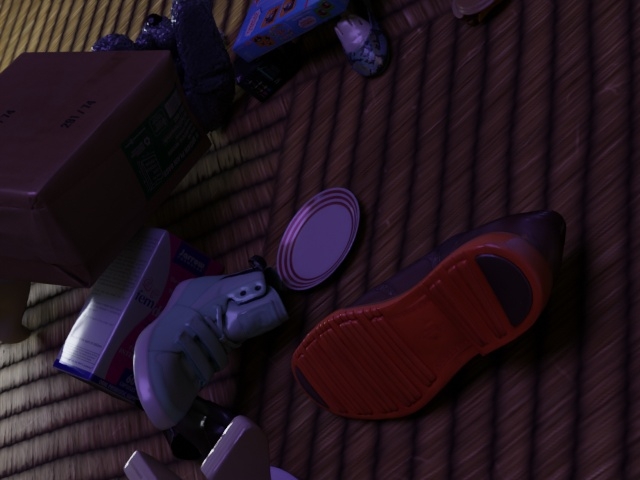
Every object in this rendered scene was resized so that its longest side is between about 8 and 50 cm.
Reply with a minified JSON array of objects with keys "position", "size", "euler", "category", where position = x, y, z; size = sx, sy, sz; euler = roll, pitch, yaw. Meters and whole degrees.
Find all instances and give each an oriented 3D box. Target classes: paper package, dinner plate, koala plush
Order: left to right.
[{"position":[-0.365,-0.103,1.712],"size":[0.309,0.168,0.325],"euler":[5,43,32],"category":"paper package"},{"position":[-0.226,-0.270,1.915],"size":[0.196,0.203,0.221],"euler":[-29,22,0],"category":"koala plush"},{"position":[0.000,0.000,1.546],"size":[0.141,0.017,0.141],"euler":[-31,41,32],"category":"dinner plate"}]

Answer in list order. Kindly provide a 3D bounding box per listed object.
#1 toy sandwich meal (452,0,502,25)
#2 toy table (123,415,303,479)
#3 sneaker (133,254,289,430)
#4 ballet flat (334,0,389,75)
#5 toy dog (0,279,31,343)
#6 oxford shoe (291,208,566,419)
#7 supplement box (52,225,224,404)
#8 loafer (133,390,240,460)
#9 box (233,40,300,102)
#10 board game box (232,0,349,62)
[{"position":[0.199,-0.301,1.539],"size":[0.085,0.029,0.085],"euler":[-28,41,28],"category":"toy sandwich meal"},{"position":[-0.098,0.313,1.290],"size":[0.274,0.161,0.252],"euler":[18,77,53],"category":"toy table"},{"position":[-0.120,0.110,1.465],"size":[0.151,0.094,0.256],"euler":[-17,29,22],"category":"sneaker"},{"position":[0.042,-0.291,1.688],"size":[0.070,0.070,0.188],"euler":[-41,38,21],"category":"ballet flat"},{"position":[-0.588,0.019,1.932],"size":[0.284,0.395,0.408],"euler":[23,72,46],"category":"toy dog"},{"position":[0.112,0.080,1.291],"size":[0.364,0.130,0.133],"euler":[-31,9,42],"category":"oxford shoe"},{"position":[-0.242,0.100,1.675],"size":[0.114,0.111,0.220],"euler":[8,70,52],"category":"supplement box"},{"position":[-0.167,0.221,1.513],"size":[0.220,0.080,0.078],"euler":[12,72,53],"category":"loafer"},{"position":[-0.078,-0.254,1.812],"size":[0.083,0.052,0.062],"euler":[-39,37,25],"category":"box"},{"position":[-0.024,-0.348,1.736],"size":[0.211,0.039,0.160],"euler":[-17,45,47],"category":"board game box"}]
